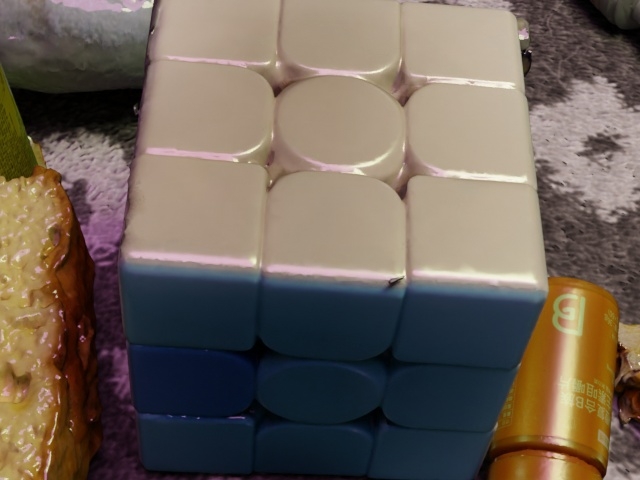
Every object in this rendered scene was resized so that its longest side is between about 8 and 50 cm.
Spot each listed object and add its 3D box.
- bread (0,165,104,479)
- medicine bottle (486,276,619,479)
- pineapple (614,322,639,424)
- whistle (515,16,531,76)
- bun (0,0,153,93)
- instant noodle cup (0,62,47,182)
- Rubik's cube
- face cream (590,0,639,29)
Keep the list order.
[{"bbox_3d":[-0.266,0.122,0.859,0.194,0.179,0.340,-2,55,-5],"label":"bread"},{"bbox_3d":[0.193,0.133,0.931,0.096,0.096,0.192,12,59,4],"label":"medicine bottle"},{"bbox_3d":[0.305,0.110,0.991,0.116,0.069,0.137,-31,59,-25],"label":"pineapple"},{"bbox_3d":[0.069,-0.214,1.227,0.326,0.057,0.068,1,49,-5],"label":"whistle"},{"bbox_3d":[-0.234,-0.280,1.156,0.354,0.194,0.355,4,61,-7],"label":"bun"},{"bbox_3d":[-0.381,-0.089,0.997,0.264,0.200,0.264,2,53,-3],"label":"instant noodle cup"},{"bbox_3d":[0.000,0.000,0.908,0.291,0.290,0.291,3,52,-4],"label":"Rubik's cube"},{"bbox_3d":[0.359,-0.300,1.295,0.101,0.101,0.252,-19,57,-19],"label":"face cream"}]
